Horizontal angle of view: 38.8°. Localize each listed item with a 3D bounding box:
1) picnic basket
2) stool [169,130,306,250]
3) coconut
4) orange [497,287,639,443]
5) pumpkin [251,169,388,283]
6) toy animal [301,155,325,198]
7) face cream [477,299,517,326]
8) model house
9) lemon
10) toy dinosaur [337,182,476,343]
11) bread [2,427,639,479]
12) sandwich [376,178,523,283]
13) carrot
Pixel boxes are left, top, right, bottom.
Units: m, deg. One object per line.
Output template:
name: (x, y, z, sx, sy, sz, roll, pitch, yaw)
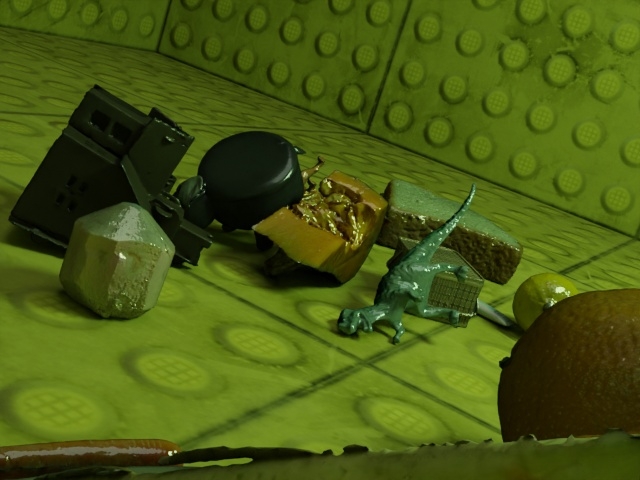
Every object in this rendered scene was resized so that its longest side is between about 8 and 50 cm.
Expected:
picnic basket: (0.176, 0.062, 1.421, 0.115, 0.079, 0.164, 15, 14, -14)
stool: (-0.126, -0.075, 1.427, 0.228, 0.139, 0.153, -11, 45, 2)
coconut: (-0.223, 0.016, 1.011, 0.116, 0.122, 0.116, 17, 13, -4)
orange: (0.296, 0.167, 0.872, 0.264, 0.264, 0.264, 17, 14, -4)
pumpkin: (-0.004, 0.004, 1.373, 0.131, 0.126, 0.248, 36, 40, 19)
toy animal: (-0.053, -0.105, 1.788, 0.255, 0.116, 0.114, 12, 38, -45)
face cream: (0.264, 0.111, 1.468, 0.115, 0.020, 0.038, 28, 16, 31)
model house: (-0.243, -0.066, 1.210, 0.243, 0.204, 0.211, 32, 10, -15)
lemon: (0.358, 0.104, 1.433, 0.109, 0.109, 0.133, 20, 5, 7)
toy dinosaur: (0.170, 0.051, 1.286, 0.129, 0.076, 0.383, 34, 43, 20)
bread: (0.086, 0.129, 0.547, 0.346, 0.405, 0.242, 20, 29, -48)
sandwich: (0.247, -0.025, 1.806, 0.289, 0.099, 0.254, 18, 14, 2)
carrot: (-0.192, 0.166, 0.672, 0.190, 0.037, 0.037, 6, 18, -28)
